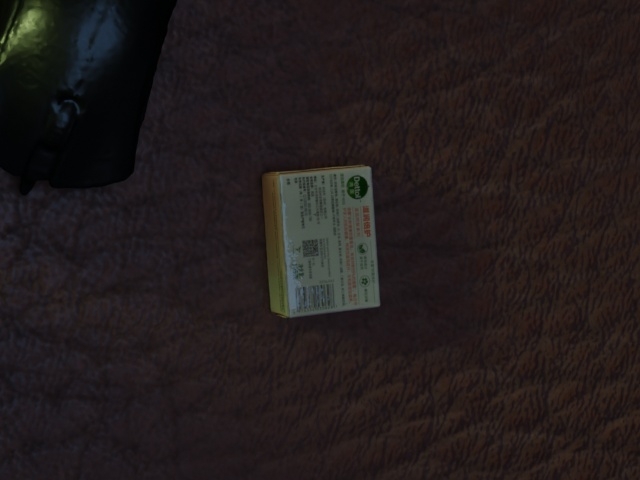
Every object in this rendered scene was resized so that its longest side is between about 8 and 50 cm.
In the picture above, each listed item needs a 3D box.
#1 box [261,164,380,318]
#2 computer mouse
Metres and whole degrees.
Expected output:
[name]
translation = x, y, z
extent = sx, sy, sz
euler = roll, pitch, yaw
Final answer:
[box]
translation = 0.000, 0.000, 1.225
extent = 0.089, 0.043, 0.125
euler = -5, 96, -23
[computer mouse]
translation = -0.187, -0.159, 1.115
extent = 0.147, 0.088, 0.264
euler = 16, 90, -21
